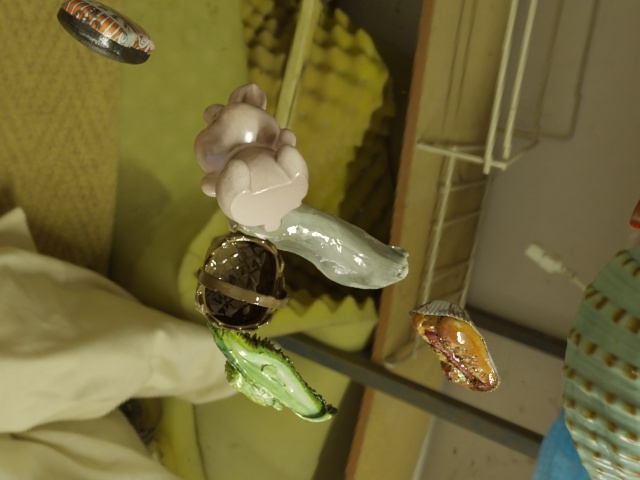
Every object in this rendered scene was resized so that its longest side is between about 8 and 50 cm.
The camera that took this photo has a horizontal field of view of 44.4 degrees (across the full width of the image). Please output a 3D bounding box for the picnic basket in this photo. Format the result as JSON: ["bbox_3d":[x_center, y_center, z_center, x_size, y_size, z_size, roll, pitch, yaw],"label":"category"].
[{"bbox_3d":[-0.110,0.060,1.097,0.178,0.128,0.138,-164,-93,-78],"label":"picnic basket"}]

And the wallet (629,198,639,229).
[{"bbox_3d":[0.854,-0.073,1.884,0.045,0.204,0.142,26,92,-25],"label":"wallet"}]

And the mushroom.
[{"bbox_3d":[0.001,-0.001,1.315,0.351,0.109,0.097,24,56,-28],"label":"mushroom"}]

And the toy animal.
[{"bbox_3d":[-0.098,-0.113,0.896,0.124,0.212,0.124,-19,143,-15],"label":"toy animal"}]

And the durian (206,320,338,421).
[{"bbox_3d":[-0.117,0.250,1.549,0.375,0.106,0.132,41,62,-22],"label":"durian"}]

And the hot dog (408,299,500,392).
[{"bbox_3d":[0.203,0.162,1.170,0.191,0.108,0.059,53,56,-32],"label":"hot dog"}]

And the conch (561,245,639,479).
[{"bbox_3d":[0.418,0.150,0.816,0.303,0.215,0.319,3,89,-24],"label":"conch"}]

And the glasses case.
[{"bbox_3d":[-0.314,-0.310,1.169,0.067,0.103,0.267,-59,-173,7],"label":"glasses case"}]
